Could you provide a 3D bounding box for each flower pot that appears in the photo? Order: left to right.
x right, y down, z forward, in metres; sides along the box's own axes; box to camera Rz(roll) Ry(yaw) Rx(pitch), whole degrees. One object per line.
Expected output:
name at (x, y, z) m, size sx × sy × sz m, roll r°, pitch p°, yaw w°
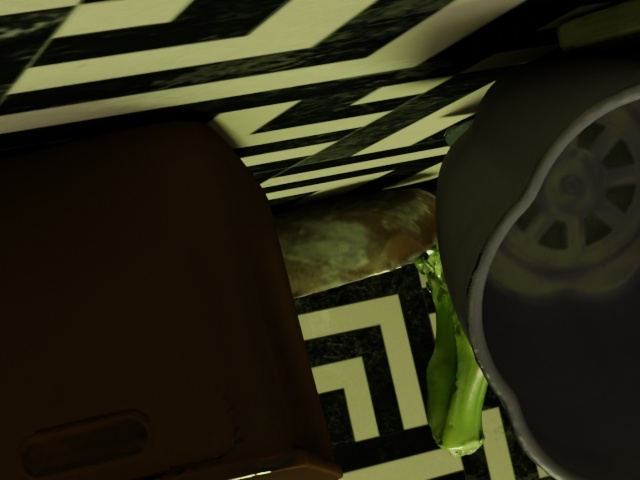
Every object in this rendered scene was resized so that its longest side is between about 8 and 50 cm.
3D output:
flower pot at (0.185, -0.006, 1.091) m, size 0.265 × 0.265 × 0.243 m, roll -12°, pitch -158°, yaw -9°

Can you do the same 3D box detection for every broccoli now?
broccoli at (0.151, 0.082, 1.911) m, size 0.165 × 0.304 × 0.145 m, roll 5°, pitch 171°, yaw -20°

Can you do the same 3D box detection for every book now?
book at (0.299, -0.150, 1.077) m, size 0.215 × 0.025 × 0.282 m, roll -14°, pitch 178°, yaw 37°

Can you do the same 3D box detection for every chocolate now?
chocolate at (0.000, -0.002, 1.805) m, size 0.254 × 0.080 × 0.157 m, roll -16°, pitch -171°, yaw 31°

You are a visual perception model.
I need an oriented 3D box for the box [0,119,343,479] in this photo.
box at (-0.133, 0.074, 1.185) m, size 0.239 × 0.229 × 0.339 m, roll -13°, pitch 171°, yaw 4°

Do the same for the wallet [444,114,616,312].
wallet at (0.209, -0.019, 1.312) m, size 0.170 × 0.231 × 0.069 m, roll -17°, pitch 142°, yaw -8°
